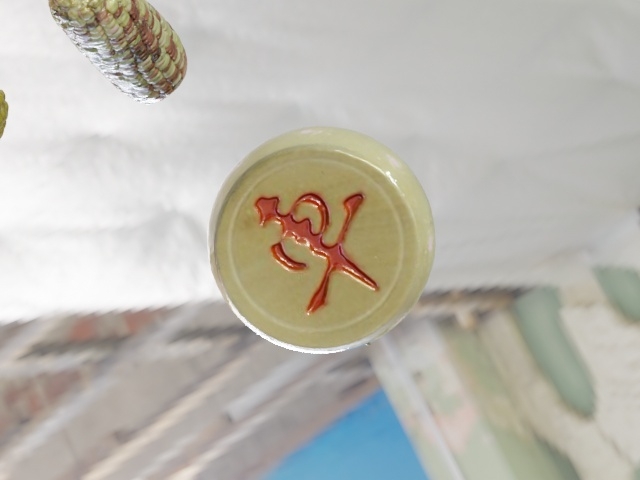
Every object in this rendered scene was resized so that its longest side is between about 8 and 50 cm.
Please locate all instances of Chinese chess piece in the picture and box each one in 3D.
[{"bbox_3d":[0.000,0.000,2.096,0.251,0.251,0.097,-30,5,11],"label":"Chinese chess piece"}]

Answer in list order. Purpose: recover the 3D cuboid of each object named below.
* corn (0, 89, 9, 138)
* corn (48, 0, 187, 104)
[{"bbox_3d":[-0.393,-0.039,1.798,0.305,0.106,0.106,-55,1,-36],"label":"corn"},{"bbox_3d":[-0.197,-0.205,1.877,0.086,0.086,0.253,-29,-20,6],"label":"corn"}]
